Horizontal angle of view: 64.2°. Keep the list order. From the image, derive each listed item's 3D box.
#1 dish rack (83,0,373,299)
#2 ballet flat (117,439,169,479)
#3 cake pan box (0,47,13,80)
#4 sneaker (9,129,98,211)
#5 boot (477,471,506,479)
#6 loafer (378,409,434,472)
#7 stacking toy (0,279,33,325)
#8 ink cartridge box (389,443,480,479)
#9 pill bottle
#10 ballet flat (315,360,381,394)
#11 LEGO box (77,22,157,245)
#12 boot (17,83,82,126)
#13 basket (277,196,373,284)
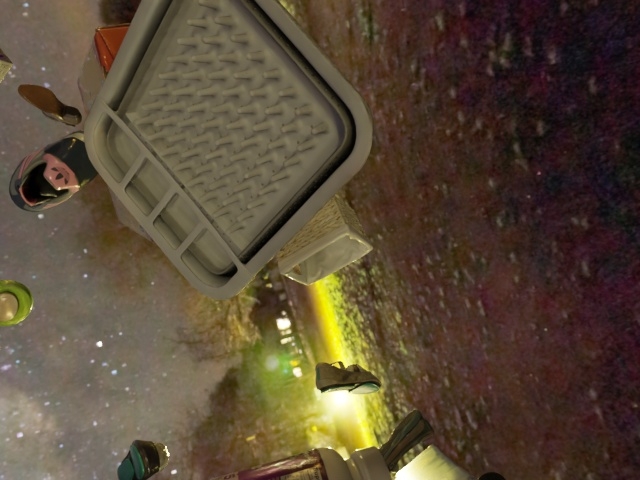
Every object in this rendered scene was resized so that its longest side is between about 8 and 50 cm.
[{"bbox_3d":[-0.110,-0.117,0.569,0.285,0.072,0.333,50,127,4],"label":"dish rack"},{"bbox_3d":[-0.314,0.395,0.919,0.203,0.074,0.074,-49,52,46],"label":"ballet flat"},{"bbox_3d":[-0.769,-0.298,0.971,0.070,0.246,0.267,51,-165,8],"label":"cake pan box"},{"bbox_3d":[-0.547,-0.110,0.987,0.112,0.319,0.131,52,-139,-21],"label":"sneaker"},{"bbox_3d":[0.354,0.664,1.236,0.085,0.236,0.178,50,125,29],"label":"boot"},{"bbox_3d":[0.201,0.581,1.372,0.084,0.267,0.096,44,166,6],"label":"loafer"},{"bbox_3d":[-0.919,0.203,1.305,0.309,0.279,0.130,49,173,-34],"label":"stacking toy"},{"bbox_3d":[0.059,0.328,0.447,0.151,0.270,0.395,50,174,21],"label":"ink cartridge box"},{"bbox_3d":[-0.035,0.437,0.825,0.169,0.302,0.169,169,90,-78],"label":"pill bottle"},{"bbox_3d":[0.051,0.231,0.870,0.168,0.057,0.052,24,-136,-51],"label":"ballet flat"},{"bbox_3d":[-0.361,-0.218,1.102,0.500,0.193,0.372,14,119,61],"label":"LEGO box"},{"bbox_3d":[-0.513,-0.251,0.964,0.087,0.118,0.042,2,71,52],"label":"boot"},{"bbox_3d":[0.000,0.000,1.019,0.113,0.167,0.103,31,-147,-53],"label":"basket"}]
